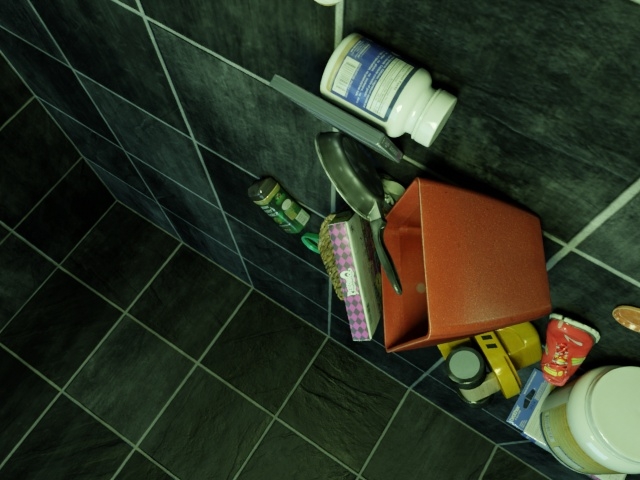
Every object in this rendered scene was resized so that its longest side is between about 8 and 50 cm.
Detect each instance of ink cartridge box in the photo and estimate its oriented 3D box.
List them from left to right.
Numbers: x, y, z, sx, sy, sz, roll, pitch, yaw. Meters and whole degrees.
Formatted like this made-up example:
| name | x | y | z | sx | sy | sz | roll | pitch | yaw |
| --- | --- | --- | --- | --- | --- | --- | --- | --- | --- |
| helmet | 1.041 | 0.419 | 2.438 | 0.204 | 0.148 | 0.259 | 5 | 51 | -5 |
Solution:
| name | x | y | z | sx | sy | sz | roll | pitch | yaw |
| --- | --- | --- | --- | --- | --- | --- | --- | --- | --- |
| ink cartridge box | 0.693 | 0.510 | 1.507 | 0.311 | 0.185 | 0.065 | 29 | 163 | 21 |

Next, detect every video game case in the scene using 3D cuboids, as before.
| name | x | y | z | sx | sy | sz | roll | pitch | yaw |
| --- | --- | --- | --- | --- | --- | --- | --- | --- | --- |
| video game case | 0.041 | -0.200 | 0.943 | 0.196 | 0.026 | 0.274 | 32 | -171 | 11 |
| video game case | 0.079 | 0.043 | 1.066 | 0.042 | 0.210 | 0.231 | -7 | 108 | 19 |

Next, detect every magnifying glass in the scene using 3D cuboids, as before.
| name | x | y | z | sx | sy | sz | roll | pitch | yaw |
| --- | --- | --- | --- | --- | --- | --- | --- | --- | --- |
| magnifying glass | 0.000 | 0.000 | 1.711 | 0.092 | 0.026 | 0.231 | 38 | 161 | -9 |

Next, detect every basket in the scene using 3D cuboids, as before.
| name | x | y | z | sx | sy | sz | roll | pitch | yaw |
| --- | --- | --- | --- | --- | --- | --- | --- | --- | --- |
| basket | 0.142 | 0.003 | 1.364 | 0.213 | 0.223 | 0.299 | 68 | 163 | 7 |

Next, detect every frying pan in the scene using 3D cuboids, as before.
| name | x | y | z | sx | sy | sz | roll | pitch | yaw |
| --- | --- | --- | --- | --- | --- | --- | --- | --- | --- |
| frying pan | 0.071 | -0.077 | 0.983 | 0.197 | 0.053 | 0.326 | 35 | -149 | -42 |

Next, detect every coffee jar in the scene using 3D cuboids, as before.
| name | x | y | z | sx | sy | sz | roll | pitch | yaw |
| --- | --- | --- | --- | --- | --- | --- | --- | --- | --- |
| coffee jar | -0.121 | -0.103 | 1.578 | 0.184 | 0.079 | 0.096 | 44 | 160 | -25 |

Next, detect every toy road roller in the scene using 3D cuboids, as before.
| name | x | y | z | sx | sy | sz | roll | pitch | yaw |
| --- | --- | --- | --- | --- | --- | --- | --- | --- | --- |
| toy road roller | 0.414 | 0.249 | 1.412 | 0.202 | 0.241 | 0.329 | 57 | -171 | -49 |

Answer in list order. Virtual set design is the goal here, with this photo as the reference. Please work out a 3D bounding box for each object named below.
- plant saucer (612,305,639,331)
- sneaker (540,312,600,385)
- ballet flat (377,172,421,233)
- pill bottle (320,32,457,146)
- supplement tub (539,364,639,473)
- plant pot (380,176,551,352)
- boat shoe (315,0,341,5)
| name | x | y | z | sx | sy | sz | roll | pitch | yaw |
| --- | --- | --- | --- | --- | --- | --- | --- | --- | --- |
| plant saucer | 0.602 | 0.149 | 1.043 | 0.084 | 0.013 | 0.083 | 32 | 162 | 12 |
| sneaker | 0.551 | 0.258 | 1.237 | 0.107 | 0.118 | 0.279 | 22 | 158 | 32 |
| ballet flat | 0.181 | -0.072 | 1.148 | 0.203 | 0.074 | 0.074 | 39 | 162 | -4 |
| pill bottle | 0.104 | -0.223 | 0.834 | 0.187 | 0.112 | 0.112 | 32 | 162 | 9 |
| supplement tub | 0.661 | 0.415 | 1.261 | 0.228 | 0.228 | 0.316 | 30 | 162 | 15 |
| plant pot | 0.258 | 0.057 | 1.000 | 0.236 | 0.266 | 0.267 | 1 | 164 | -8 |
| boat shoe | -0.041 | -0.412 | 0.657 | 0.277 | 0.098 | 0.096 | 35 | 164 | -29 |
